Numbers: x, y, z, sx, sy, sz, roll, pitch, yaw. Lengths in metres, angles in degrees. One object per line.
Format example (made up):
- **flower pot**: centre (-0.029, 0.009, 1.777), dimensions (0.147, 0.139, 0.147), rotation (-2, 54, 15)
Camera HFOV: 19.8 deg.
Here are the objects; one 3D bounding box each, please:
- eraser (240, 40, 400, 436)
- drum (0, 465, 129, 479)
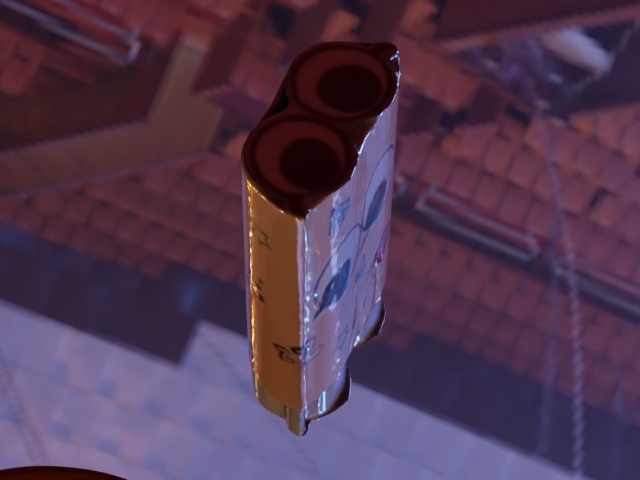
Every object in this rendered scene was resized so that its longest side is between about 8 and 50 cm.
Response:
- **eraser**: centre (0.000, 0.000, 1.357), dimensions (0.087, 0.171, 0.290), rotation (21, 147, 14)
- **drum**: centre (-0.239, 0.424, 1.588), dimensions (0.431, 0.431, 0.214), rotation (23, 144, -4)
